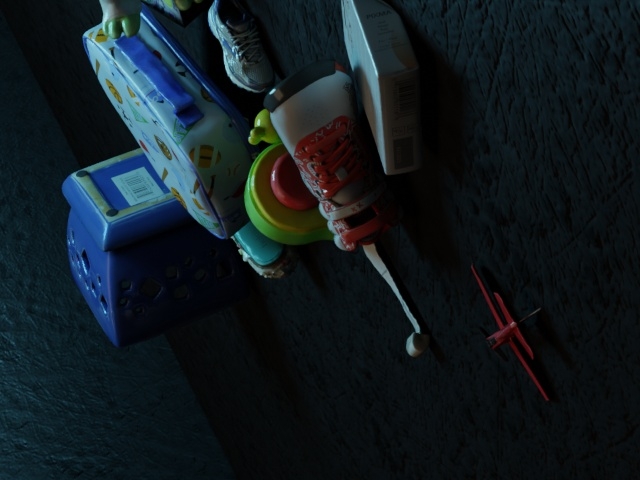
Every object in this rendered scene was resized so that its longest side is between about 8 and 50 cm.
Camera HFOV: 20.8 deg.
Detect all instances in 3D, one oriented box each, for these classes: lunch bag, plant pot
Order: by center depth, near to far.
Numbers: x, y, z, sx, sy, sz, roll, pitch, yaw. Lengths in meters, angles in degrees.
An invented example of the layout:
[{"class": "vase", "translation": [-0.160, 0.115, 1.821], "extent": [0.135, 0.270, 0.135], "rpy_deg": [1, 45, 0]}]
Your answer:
[{"class": "lunch bag", "translation": [-0.175, -0.155, 2.223], "extent": [0.303, 0.115, 0.243], "rpy_deg": [48, 167, 28]}, {"class": "plant pot", "translation": [-0.264, -0.010, 2.693], "extent": [0.236, 0.236, 0.212], "rpy_deg": [49, 154, 49]}]

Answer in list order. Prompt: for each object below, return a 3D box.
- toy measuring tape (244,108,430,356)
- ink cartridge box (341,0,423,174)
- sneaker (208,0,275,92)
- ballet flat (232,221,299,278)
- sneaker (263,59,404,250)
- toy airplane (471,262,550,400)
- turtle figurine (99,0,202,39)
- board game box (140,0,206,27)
[{"class": "toy measuring tape", "translation": [0.000, 0.000, 1.952], "extent": [0.330, 0.121, 0.121], "rpy_deg": [62, 166, 11]}, {"class": "ink cartridge box", "translation": [0.056, -0.173, 1.633], "extent": [0.145, 0.045, 0.179], "rpy_deg": [83, 176, -54]}, {"class": "sneaker", "translation": [-0.093, -0.232, 2.024], "extent": [0.135, 0.052, 0.058], "rpy_deg": [59, 161, 20]}, {"class": "ballet flat", "translation": [-0.101, -0.041, 2.339], "extent": [0.241, 0.091, 0.077], "rpy_deg": [62, -171, 27]}, {"class": "sneaker", "translation": [0.023, -0.077, 1.737], "extent": [0.145, 0.090, 0.270], "rpy_deg": [60, 178, 14]}, {"class": "toy airplane", "translation": [0.176, 0.087, 1.624], "extent": [0.151, 0.028, 0.151], "rpy_deg": [57, 165, 24]}, {"class": "turtle figurine", "translation": [-0.225, -0.324, 1.898], "extent": [0.274, 0.198, 0.266], "rpy_deg": [30, 162, 38]}, {"class": "board game box", "translation": [-0.253, -0.421, 2.098], "extent": [0.208, 0.056, 0.347], "rpy_deg": [38, 159, 26]}]
